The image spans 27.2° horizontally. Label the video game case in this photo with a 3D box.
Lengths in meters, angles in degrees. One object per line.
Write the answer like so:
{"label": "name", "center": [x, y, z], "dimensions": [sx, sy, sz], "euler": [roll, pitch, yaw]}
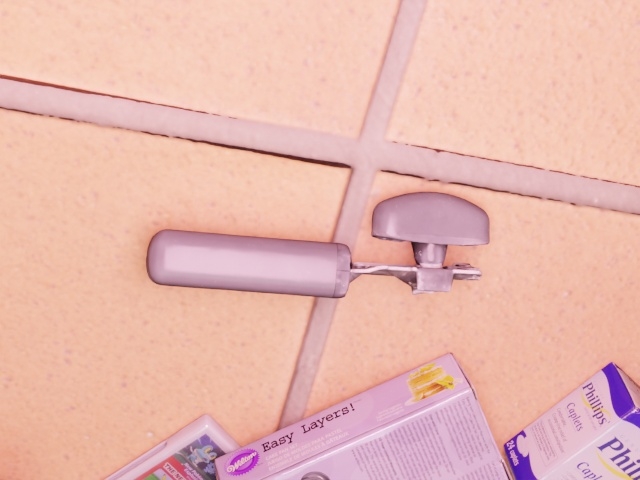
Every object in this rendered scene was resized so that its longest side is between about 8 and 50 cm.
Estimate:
{"label": "video game case", "center": [-0.119, 0.276, 1.263], "dimensions": [0.183, 0.023, 0.201], "euler": [-34, 118, 13]}

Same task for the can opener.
{"label": "can opener", "center": [0.000, 0.000, 1.100], "dimensions": [0.284, 0.076, 0.095], "euler": [5, 87, -9]}

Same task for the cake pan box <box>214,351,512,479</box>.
{"label": "cake pan box", "center": [0.062, 0.264, 1.235], "dimensions": [0.246, 0.070, 0.266], "euler": [-25, 120, 1]}

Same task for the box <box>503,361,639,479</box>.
{"label": "box", "center": [0.268, 0.207, 1.239], "dimensions": [0.137, 0.072, 0.126], "euler": [-42, 117, 16]}
